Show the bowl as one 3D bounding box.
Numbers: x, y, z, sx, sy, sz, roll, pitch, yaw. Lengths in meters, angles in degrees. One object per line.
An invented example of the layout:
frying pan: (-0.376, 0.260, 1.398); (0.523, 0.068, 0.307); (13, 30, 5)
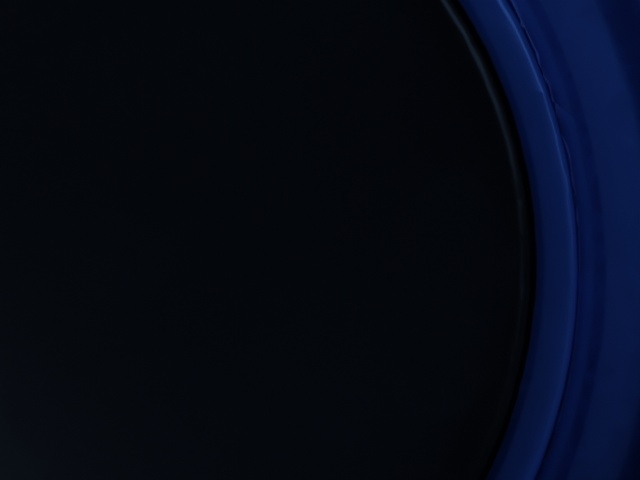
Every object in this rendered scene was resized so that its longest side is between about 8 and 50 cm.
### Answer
bowl: (-0.055, 0.001, 0.331); (0.391, 0.077, 0.391); (2, 86, -23)

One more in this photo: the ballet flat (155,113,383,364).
ballet flat: (0.000, 0.000, 0.432); (0.079, 0.077, 0.221); (-42, 108, -10)
